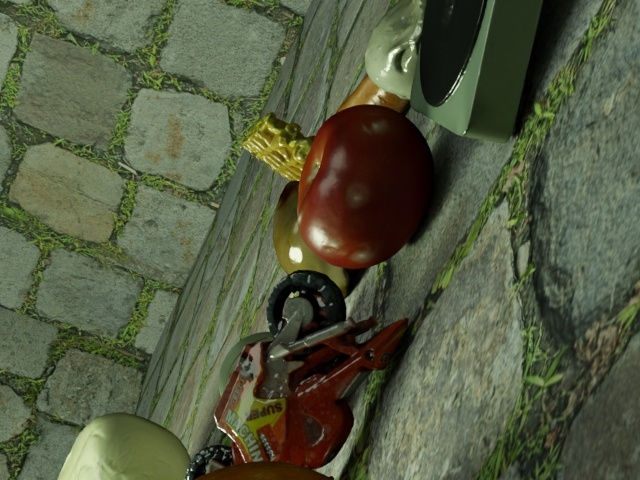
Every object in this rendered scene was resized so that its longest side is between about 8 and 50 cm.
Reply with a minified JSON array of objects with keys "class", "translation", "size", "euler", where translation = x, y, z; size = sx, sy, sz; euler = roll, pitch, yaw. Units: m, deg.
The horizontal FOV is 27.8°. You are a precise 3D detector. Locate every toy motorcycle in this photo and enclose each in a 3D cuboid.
[{"class":"toy motorcycle","translation":[-0.030,0.181,1.360],"size":[0.089,0.171,0.298],"euler":[10,-72,-63]}]

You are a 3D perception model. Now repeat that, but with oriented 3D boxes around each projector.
[{"class":"projector","translation":[0.169,-0.241,1.303],"size":[0.257,0.079,0.259],"euler":[-124,44,-74]}]

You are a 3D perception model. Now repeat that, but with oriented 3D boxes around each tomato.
[{"class":"tomato","translation":[0.051,-0.058,1.457],"size":[0.195,0.136,0.195],"euler":[-161,90,-79]}]

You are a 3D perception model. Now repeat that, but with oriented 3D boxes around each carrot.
[{"class":"carrot","translation":[0.075,-0.182,1.761],"size":[0.193,0.087,0.087],"euler":[-54,17,43]}]

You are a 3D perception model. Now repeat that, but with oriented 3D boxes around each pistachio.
[{"class":"pistachio","translation":[0.000,0.000,1.683],"size":[0.165,0.130,0.210],"euler":[67,159,9]}]

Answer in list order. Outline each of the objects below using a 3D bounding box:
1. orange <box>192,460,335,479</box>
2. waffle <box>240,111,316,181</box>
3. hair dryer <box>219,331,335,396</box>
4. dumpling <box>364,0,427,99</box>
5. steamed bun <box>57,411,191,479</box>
[{"class":"orange","translation":[-0.059,0.314,1.025],"size":[0.284,0.226,0.284],"euler":[-156,90,-87]},{"class":"waffle","translation":[-0.036,-0.134,2.047],"size":[0.055,0.160,0.211],"euler":[-55,10,-10]},{"class":"hair dryer","translation":[-0.075,0.291,1.529],"size":[0.203,0.128,0.362],"euler":[-179,102,-79]},{"class":"dumpling","translation":[0.116,-0.250,1.554],"size":[0.181,0.111,0.155],"euler":[147,131,-60]},{"class":"steamed bun","translation":[-0.320,0.453,2.153],"size":[0.312,0.233,0.334],"euler":[-66,18,3]}]
